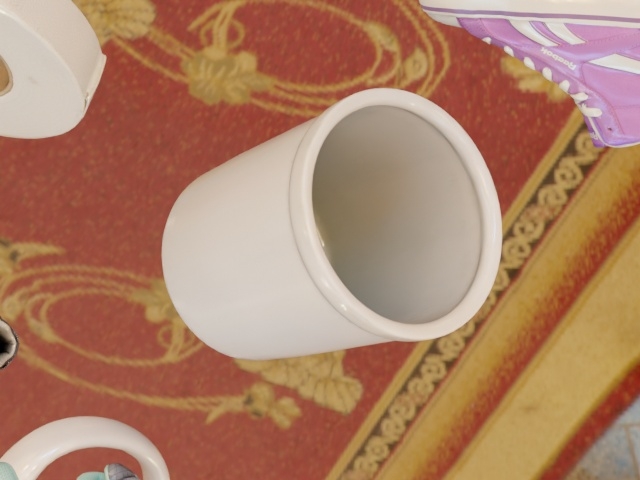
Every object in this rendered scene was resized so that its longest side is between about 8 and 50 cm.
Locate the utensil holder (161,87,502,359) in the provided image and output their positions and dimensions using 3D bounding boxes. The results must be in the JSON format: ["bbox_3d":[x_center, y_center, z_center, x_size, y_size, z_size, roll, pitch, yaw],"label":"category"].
[{"bbox_3d":[0.000,0.000,1.658,0.327,0.327,0.385,47,145,-18],"label":"utensil holder"}]

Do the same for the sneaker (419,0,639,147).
[{"bbox_3d":[0.221,-0.162,1.096,0.282,0.102,0.161,13,122,19],"label":"sneaker"}]

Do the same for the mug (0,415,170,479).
[{"bbox_3d":[-0.293,0.345,1.199,0.328,0.276,0.374,33,88,-44],"label":"mug"}]

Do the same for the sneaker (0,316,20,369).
[{"bbox_3d":[-0.511,0.124,1.580,0.226,0.163,0.086,10,86,-23],"label":"sneaker"}]

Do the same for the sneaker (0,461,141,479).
[{"bbox_3d":[-0.113,0.208,0.789,0.283,0.122,0.110,19,143,-34],"label":"sneaker"}]

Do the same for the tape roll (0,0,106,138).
[{"bbox_3d":[-0.452,-0.254,1.434,0.392,0.072,0.392,15,157,7],"label":"tape roll"}]
